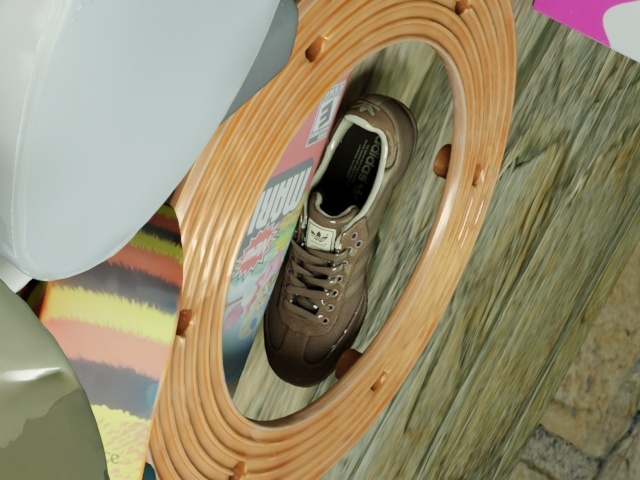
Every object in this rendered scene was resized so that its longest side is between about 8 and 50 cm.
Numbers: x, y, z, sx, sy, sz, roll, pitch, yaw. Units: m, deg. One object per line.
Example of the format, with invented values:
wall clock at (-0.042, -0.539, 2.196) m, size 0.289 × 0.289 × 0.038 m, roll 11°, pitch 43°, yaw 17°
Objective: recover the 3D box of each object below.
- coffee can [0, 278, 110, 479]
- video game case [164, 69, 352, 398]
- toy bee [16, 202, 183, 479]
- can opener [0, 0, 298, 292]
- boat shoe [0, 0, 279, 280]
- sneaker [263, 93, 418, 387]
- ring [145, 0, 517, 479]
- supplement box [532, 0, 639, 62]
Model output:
coffee can at (-0.174, 0.141, 0.355) m, size 0.201 × 0.201 × 0.275 m, roll -40°, pitch 157°, yaw -47°
video game case at (-0.079, 0.042, 0.783) m, size 0.204 × 0.025 × 0.285 m, roll -33°, pitch 149°, yaw -56°
toy bee at (-0.096, 0.125, 0.546) m, size 0.162 × 0.195 × 0.298 m, roll -173°, pitch -103°, yaw -69°
can opener at (-0.104, -0.040, 0.495) m, size 0.283 × 0.076 × 0.095 m, roll -46°, pitch 159°, yaw -40°
boat shoe at (-0.065, -0.140, 0.393) m, size 0.113 × 0.105 × 0.306 m, roll -29°, pitch 139°, yaw -52°
sneaker at (0.000, 0.000, 0.876) m, size 0.071 × 0.066 × 0.188 m, roll -4°, pitch 113°, yaw -70°
ring at (0.007, -0.006, 0.777) m, size 0.336 × 0.032 × 0.337 m, roll -42°, pitch 147°, yaw -37°
supplement box at (0.274, -0.247, 1.152) m, size 0.220 × 0.111 × 0.114 m, roll -45°, pitch 158°, yaw -40°
